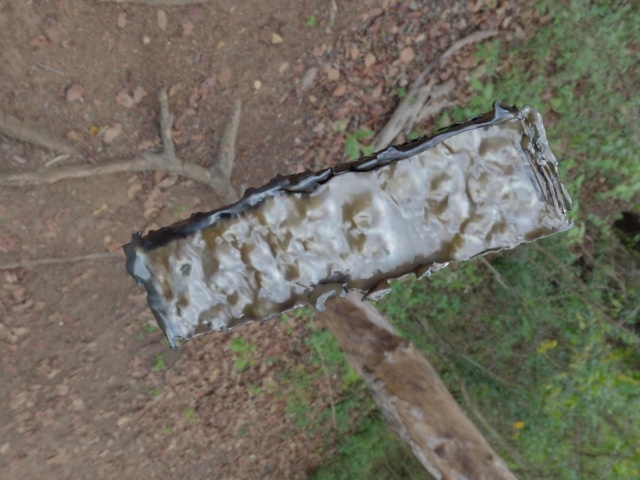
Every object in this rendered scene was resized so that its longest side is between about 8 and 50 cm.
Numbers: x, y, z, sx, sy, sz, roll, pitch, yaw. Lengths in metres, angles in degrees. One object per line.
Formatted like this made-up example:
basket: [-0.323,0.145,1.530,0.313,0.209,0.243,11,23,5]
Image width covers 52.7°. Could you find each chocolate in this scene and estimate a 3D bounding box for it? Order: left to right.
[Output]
chocolate: [0.001,-0.005,0.455,0.330,0.102,0.065,-17,-170,28]
